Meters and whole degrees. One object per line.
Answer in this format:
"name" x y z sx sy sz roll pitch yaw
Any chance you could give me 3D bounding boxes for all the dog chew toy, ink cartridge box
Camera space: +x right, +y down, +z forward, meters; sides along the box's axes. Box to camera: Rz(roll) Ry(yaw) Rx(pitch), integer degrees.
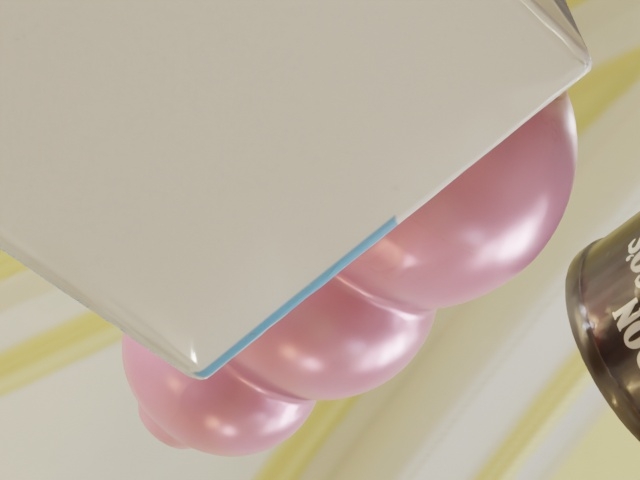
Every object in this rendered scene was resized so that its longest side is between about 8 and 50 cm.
"dog chew toy" 0.000 0.000 1.197 0.207 0.332 0.206 34 -159 -16
"ink cartridge box" -0.056 -0.134 0.768 0.197 0.198 0.270 38 -157 -31

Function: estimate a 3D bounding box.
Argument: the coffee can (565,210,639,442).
"coffee can" 0.331 0.015 1.325 0.201 0.275 0.201 31 -142 -27
